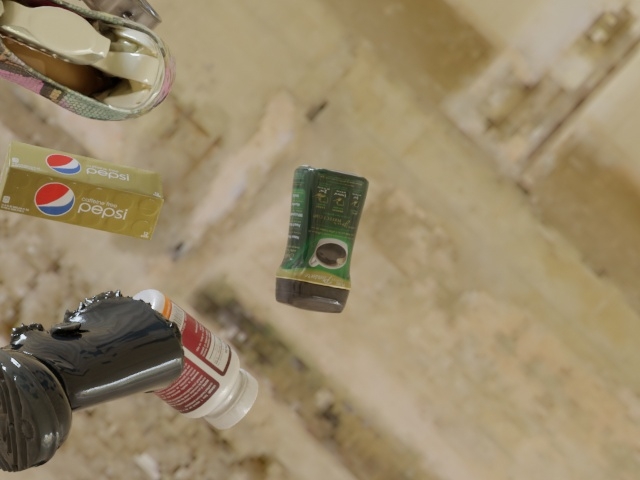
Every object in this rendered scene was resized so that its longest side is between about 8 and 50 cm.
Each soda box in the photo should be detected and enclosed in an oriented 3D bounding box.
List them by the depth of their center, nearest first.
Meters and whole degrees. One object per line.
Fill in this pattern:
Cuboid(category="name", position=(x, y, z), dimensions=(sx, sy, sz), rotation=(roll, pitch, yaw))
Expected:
Cuboid(category="soda box", position=(-0.273, -0.057, 2.022), dimensions=(0.181, 0.061, 0.058), rotation=(11, 32, -17))

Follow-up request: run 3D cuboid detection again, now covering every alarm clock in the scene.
Cuboid(category="alarm clock", position=(-0.273, -0.316, 2.388), dimensions=(0.129, 0.064, 0.192), rotation=(42, 4, -32))

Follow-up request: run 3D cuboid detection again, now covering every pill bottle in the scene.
Cuboid(category="pill bottle", position=(-0.138, 0.124, 1.786), dimensions=(0.152, 0.086, 0.086), rotation=(41, 7, -25))

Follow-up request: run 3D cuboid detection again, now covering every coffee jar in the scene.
Cuboid(category="coffee jar", position=(0.000, 0.000, 2.289), dimensions=(0.096, 0.184, 0.079), rotation=(12, -3, -26))

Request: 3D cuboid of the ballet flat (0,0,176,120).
Cuboid(category="ballet flat", position=(-0.161, -0.127, 1.203), dimensions=(0.079, 0.077, 0.221), rotation=(6, -6, 41))

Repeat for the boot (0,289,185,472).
Cuboid(category="boot", position=(-0.196, 0.104, 1.422), dimensions=(0.246, 0.207, 0.094), rotation=(1, -76, 57))
